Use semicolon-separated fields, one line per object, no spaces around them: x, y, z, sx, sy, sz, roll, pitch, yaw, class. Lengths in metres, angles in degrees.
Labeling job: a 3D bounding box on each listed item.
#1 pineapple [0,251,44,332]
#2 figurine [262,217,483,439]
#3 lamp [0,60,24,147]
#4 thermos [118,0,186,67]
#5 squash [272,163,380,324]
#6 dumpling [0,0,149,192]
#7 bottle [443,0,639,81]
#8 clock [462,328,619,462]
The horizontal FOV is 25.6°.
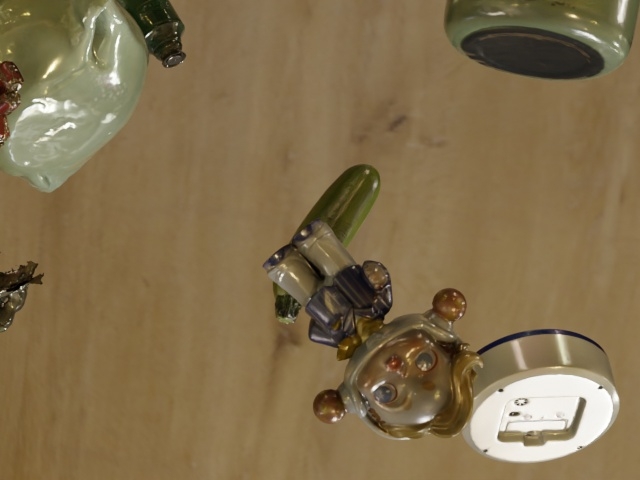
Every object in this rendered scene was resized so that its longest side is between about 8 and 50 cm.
-0.347;0.155;1.196;0.175;0.175;0.361;35;54;-16;pineapple
0.049;0.111;1.537;0.274;0.133;0.194;27;89;5;figurine
-0.325;-0.143;1.430;0.031;0.083;0.063;-5;54;-45;lamp
-0.237;-0.303;1.827;0.083;0.073;0.187;-41;71;28;thermos
0.000;0.000;1.773;0.066;0.066;0.252;42;62;-15;squash
-0.340;-0.212;1.686;0.270;0.212;0.320;38;102;-19;dumpling
0.222;-0.325;1.255;0.168;0.168;0.347;16;80;-16;bottle
0.308;0.227;2.017;0.230;0.083;0.230;-3;138;-2;clock
